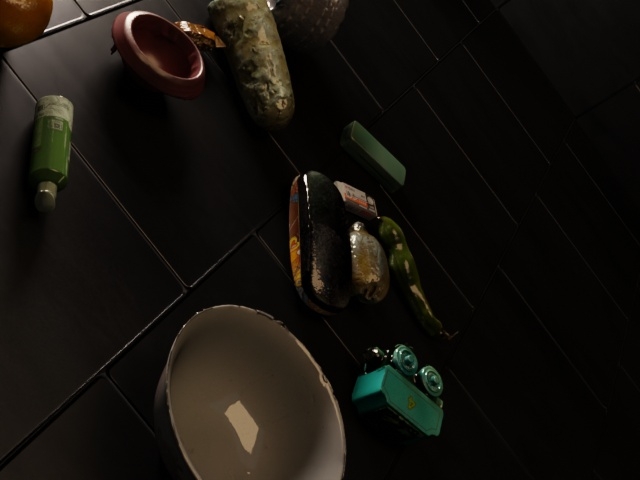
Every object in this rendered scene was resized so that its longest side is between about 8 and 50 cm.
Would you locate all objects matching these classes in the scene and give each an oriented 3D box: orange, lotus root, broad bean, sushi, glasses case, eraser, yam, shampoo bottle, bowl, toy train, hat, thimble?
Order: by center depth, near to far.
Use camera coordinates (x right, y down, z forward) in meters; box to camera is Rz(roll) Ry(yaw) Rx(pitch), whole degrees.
[{"bbox_3d":[-0.135,0.282,1.395,0.345,0.157,0.346,31,41,-32],"label":"bowl"},{"bbox_3d":[-0.420,-0.133,1.462,0.065,0.065,0.205,26,45,-38],"label":"shampoo bottle"},{"bbox_3d":[-0.510,-0.384,1.509,0.154,0.134,0.155,7,79,-38],"label":"orange"},{"bbox_3d":[-0.306,-0.334,1.749,0.205,0.089,0.205,30,39,-28],"label":"hat"},{"bbox_3d":[0.150,0.294,1.795,0.198,0.107,0.154,41,44,-23],"label":"toy train"},{"bbox_3d":[0.000,0.000,1.863,0.122,0.082,0.321,27,45,-35],"label":"glasses case"},{"bbox_3d":[-0.252,-0.410,1.910,0.120,0.052,0.055,8,58,-48],"label":"sushi"},{"bbox_3d":[0.086,0.042,1.934,0.113,0.088,0.192,23,45,-31],"label":"lotus root"},{"bbox_3d":[-0.138,-0.380,1.973,0.133,0.133,0.330,3,64,-51],"label":"yam"},{"bbox_3d":[0.201,0.087,2.073,0.318,0.056,0.098,61,27,-3],"label":"broad bean"},{"bbox_3d":[0.073,-0.087,2.074,0.122,0.029,0.052,24,46,-40],"label":"eraser"},{"bbox_3d":[-0.054,-0.553,2.141,0.172,0.205,0.236,27,44,-35],"label":"thimble"},{"bbox_3d":[0.125,-0.196,2.219,0.184,0.039,0.078,41,36,-22],"label":"glasses case"}]
